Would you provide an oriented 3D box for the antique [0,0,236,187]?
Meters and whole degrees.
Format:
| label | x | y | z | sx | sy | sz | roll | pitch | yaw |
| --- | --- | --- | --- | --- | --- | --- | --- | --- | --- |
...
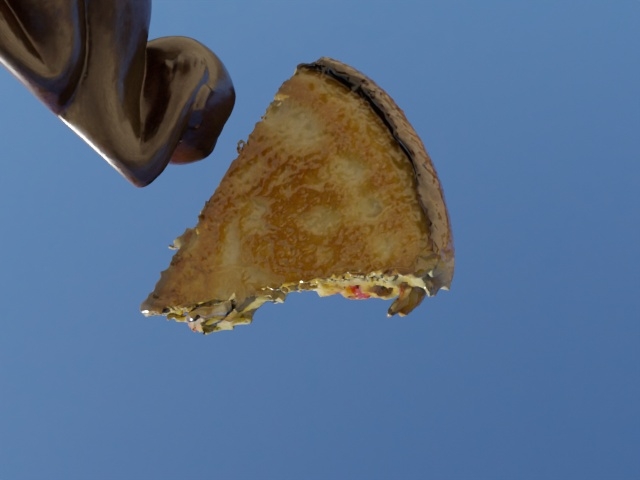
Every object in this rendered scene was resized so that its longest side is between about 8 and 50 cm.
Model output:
| label | x | y | z | sx | sy | sz | roll | pitch | yaw |
| --- | --- | --- | --- | --- | --- | --- | --- | --- | --- |
| antique | -0.167 | -0.152 | 1.126 | 0.143 | 0.257 | 0.121 | -46 | -154 | -6 |

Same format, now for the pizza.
| label | x | y | z | sx | sy | sz | roll | pitch | yaw |
| --- | --- | --- | --- | --- | --- | --- | --- | --- | --- |
| pizza | 0.000 | 0.000 | 1.229 | 0.251 | 0.074 | 0.287 | 35 | -90 | 40 |
